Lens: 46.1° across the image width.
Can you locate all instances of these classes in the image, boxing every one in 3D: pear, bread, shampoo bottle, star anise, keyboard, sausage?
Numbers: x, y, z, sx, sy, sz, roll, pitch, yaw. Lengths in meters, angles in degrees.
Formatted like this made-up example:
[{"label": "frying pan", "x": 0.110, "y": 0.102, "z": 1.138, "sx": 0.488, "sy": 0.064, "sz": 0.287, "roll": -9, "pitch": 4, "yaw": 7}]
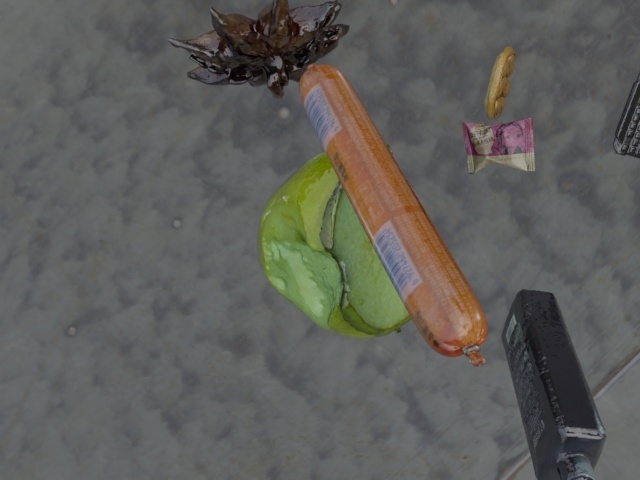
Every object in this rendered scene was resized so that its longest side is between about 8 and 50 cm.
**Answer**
[{"label": "pear", "x": 0.000, "y": 0.000, "z": 1.088, "sx": 0.159, "sy": 0.292, "sz": 0.292, "roll": -26, "pitch": 66, "yaw": -31}, {"label": "bread", "x": 0.257, "y": -0.225, "z": 1.076, "sx": 0.024, "sy": 0.110, "sz": 0.110, "roll": 16, "pitch": 83, "yaw": 19}, {"label": "shampoo bottle", "x": 0.274, "y": 0.194, "z": 0.883, "sx": 0.071, "sy": 0.098, "sz": 0.310, "roll": 7, "pitch": 36, "yaw": -3}, {"label": "star anise", "x": -0.077, "y": -0.257, "z": 1.061, "sx": 0.271, "sy": 0.272, "sz": 0.103, "roll": -17, "pitch": 80, "yaw": 13}, {"label": "keyboard", "x": 0.511, "y": -0.244, "z": 1.100, "sx": 0.106, "sy": 0.016, "sz": 0.263, "roll": 13, "pitch": 103, "yaw": -14}, {"label": "sausage", "x": 0.052, "y": -0.039, "z": 0.644, "sx": 0.053, "sy": 0.053, "sz": 0.348, "roll": -31, "pitch": 56, "yaw": 9}]

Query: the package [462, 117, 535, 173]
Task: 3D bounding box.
[{"label": "package", "x": 0.192, "y": -0.101, "z": 0.813, "sx": 0.083, "sy": 0.029, "sz": 0.059, "roll": 1, "pitch": 106, "yaw": 39}]
